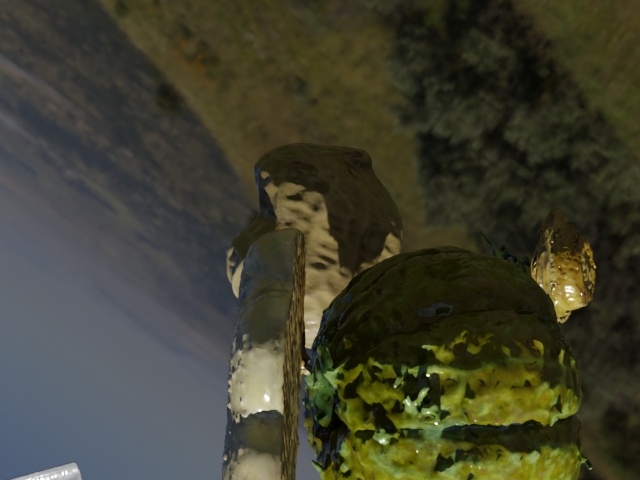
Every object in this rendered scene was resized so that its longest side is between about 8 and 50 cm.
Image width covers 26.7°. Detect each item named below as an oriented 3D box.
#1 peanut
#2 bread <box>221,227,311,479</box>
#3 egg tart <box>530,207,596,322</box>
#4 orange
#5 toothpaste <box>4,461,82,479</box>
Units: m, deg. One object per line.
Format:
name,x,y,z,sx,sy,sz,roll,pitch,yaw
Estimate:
peanut,0.000,0.000,1.448,0.197,0.233,0.110,21,164,-20
bread,-0.041,0.136,1.071,0.054,0.316,0.316,3,170,2
egg tart,0.254,0.027,1.385,0.049,0.128,0.129,2,156,27
orange,0.095,0.154,1.204,0.223,0.301,0.300,0,-139,-20
toothpaste,-0.223,0.359,1.313,0.056,0.058,0.314,4,118,48
